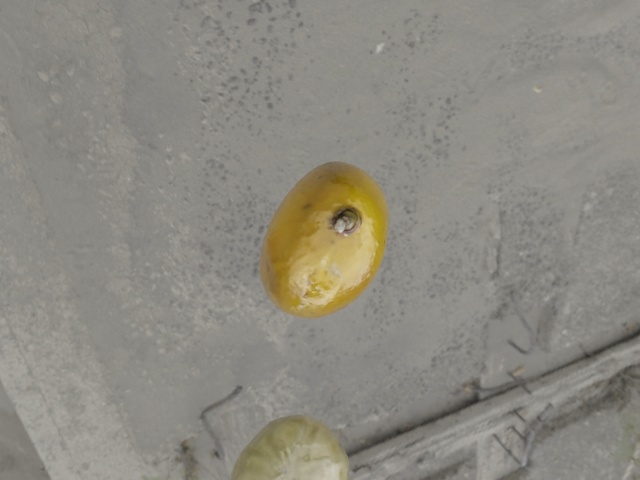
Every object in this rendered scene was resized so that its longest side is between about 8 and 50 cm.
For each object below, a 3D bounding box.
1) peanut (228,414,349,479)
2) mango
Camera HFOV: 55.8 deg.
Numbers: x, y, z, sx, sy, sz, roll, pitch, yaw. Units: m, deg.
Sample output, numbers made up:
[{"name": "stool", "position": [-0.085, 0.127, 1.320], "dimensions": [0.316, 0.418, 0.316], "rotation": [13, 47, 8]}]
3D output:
[{"name": "peanut", "position": [-0.049, 0.292, 0.575], "dimensions": [0.111, 0.125, 0.275], "rotation": [19, 113, 8]}, {"name": "mango", "position": [0.000, 0.000, 0.682], "dimensions": [0.119, 0.317, 0.177], "rotation": [22, 89, -4]}]
